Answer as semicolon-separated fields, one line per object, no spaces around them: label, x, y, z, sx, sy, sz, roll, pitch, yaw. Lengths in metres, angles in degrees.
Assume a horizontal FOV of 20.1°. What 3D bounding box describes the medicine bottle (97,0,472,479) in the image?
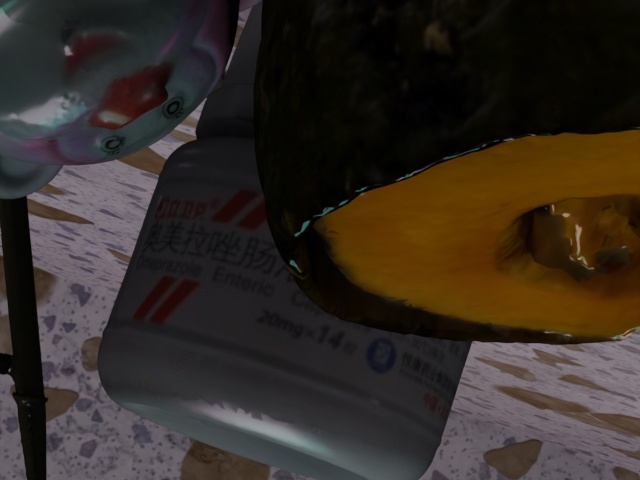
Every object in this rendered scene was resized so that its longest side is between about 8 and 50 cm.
medicine bottle;0.000;0.000;1.259;0.245;0.306;0.245;17;168;4

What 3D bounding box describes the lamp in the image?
lamp;-0.185;-0.177;1.047;0.247;0.247;0.301;49;-176;40

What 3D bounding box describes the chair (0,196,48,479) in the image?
chair;-0.387;-0.053;1.256;0.362;0.410;0.365;10;177;32

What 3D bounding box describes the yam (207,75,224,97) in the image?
yam;-0.092;-0.130;1.490;0.027;0.029;0.234;1;163;24

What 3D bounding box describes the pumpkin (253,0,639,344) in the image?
pumpkin;0.095;-0.084;0.796;0.256;0.225;0.303;12;153;-26
